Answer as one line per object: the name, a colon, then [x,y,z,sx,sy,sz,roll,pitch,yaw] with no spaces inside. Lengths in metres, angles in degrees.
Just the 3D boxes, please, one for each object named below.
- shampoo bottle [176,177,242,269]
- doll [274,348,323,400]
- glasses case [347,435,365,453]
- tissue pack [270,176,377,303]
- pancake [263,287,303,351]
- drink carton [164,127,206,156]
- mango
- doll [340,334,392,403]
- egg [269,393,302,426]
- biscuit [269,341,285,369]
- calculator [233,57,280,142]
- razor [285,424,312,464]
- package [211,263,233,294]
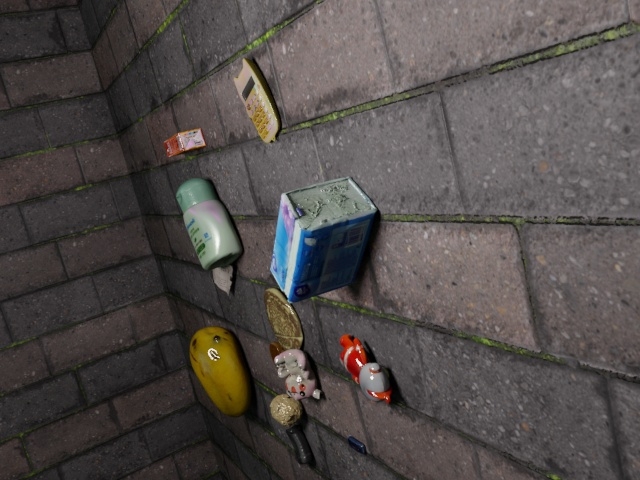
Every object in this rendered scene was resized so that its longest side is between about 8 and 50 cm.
shampoo bottle: [-0.431,-0.075,2.261,0.222,0.151,0.349,-40,70,55]
doll: [-0.073,0.449,1.976,0.149,0.095,0.192,-5,107,32]
glasses case: [0.109,0.633,1.841,0.083,0.023,0.033,7,112,62]
tissue pack: [0.000,0.000,1.436,0.146,0.198,0.263,56,150,33]
pancake: [-0.132,0.276,2.056,0.250,0.031,0.250,42,142,44]
drink carton: [-0.526,-0.376,2.307,0.223,0.096,0.071,0,107,61]
mango: [-0.437,0.592,2.644,0.301,0.221,0.444,15,124,56]
doll: [0.121,0.347,1.576,0.245,0.076,0.142,40,141,52]
egg: [-0.124,0.618,2.174,0.140,0.118,0.116,-2,89,54]
biscuit: [-0.138,0.436,2.179,0.175,0.026,0.124,22,127,57]
calculator: [-0.175,-0.390,1.701,0.236,0.033,0.157,66,153,5]
razor: [-0.080,0.771,2.259,0.148,0.054,0.090,66,153,13]
package: [-0.422,0.076,2.449,0.251,0.062,0.204,59,150,31]
